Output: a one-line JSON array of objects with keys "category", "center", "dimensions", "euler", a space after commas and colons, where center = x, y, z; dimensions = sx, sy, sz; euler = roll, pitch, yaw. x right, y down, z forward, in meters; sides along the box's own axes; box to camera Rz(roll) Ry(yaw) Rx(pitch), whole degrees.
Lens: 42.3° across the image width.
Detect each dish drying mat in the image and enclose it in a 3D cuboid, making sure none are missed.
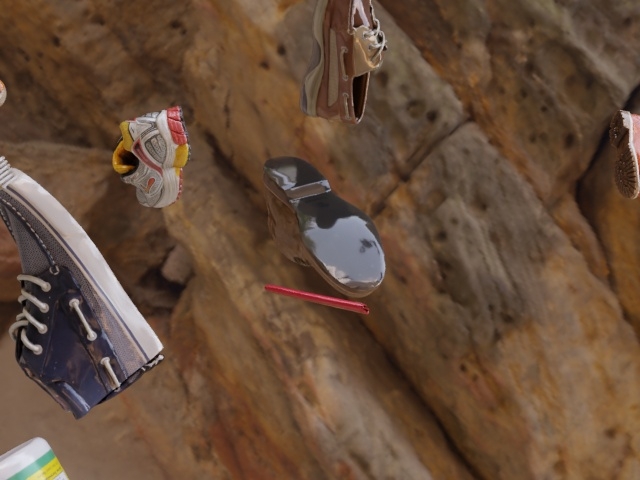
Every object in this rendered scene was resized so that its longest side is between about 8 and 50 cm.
[{"category": "dish drying mat", "center": [-0.003, 0.048, 0.682], "dimensions": [0.083, 0.008, 0.032], "euler": [12, -6, 14]}]

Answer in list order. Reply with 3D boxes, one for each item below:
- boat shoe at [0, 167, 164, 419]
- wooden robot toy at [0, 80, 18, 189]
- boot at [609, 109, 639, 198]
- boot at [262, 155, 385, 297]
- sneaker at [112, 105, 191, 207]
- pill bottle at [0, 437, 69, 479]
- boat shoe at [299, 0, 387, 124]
[{"category": "boat shoe", "center": [-0.357, 0.082, 1.092], "dimensions": [0.127, 0.158, 0.340], "euler": [2, -51, 55]}, {"category": "wooden robot toy", "center": [-0.353, -0.135, 0.838], "dimensions": [0.076, 0.079, 0.173], "euler": [-30, 102, -60]}, {"category": "boot", "center": [0.493, -0.127, 1.259], "dimensions": [0.085, 0.157, 0.059], "euler": [12, -30, -5]}, {"category": "boot", "center": [0.000, 0.000, 1.210], "dimensions": [0.305, 0.112, 0.115], "euler": [53, -37, 45]}, {"category": "sneaker", "center": [-0.236, -0.110, 1.116], "dimensions": [0.225, 0.093, 0.088], "euler": [121, -43, -63]}, {"category": "pill bottle", "center": [-0.262, 0.303, 0.775], "dimensions": [0.208, 0.118, 0.117], "euler": [60, 0, -1]}, {"category": "boat shoe", "center": [0.053, -0.319, 1.320], "dimensions": [0.117, 0.123, 0.324], "euler": [25, -38, 11]}]
